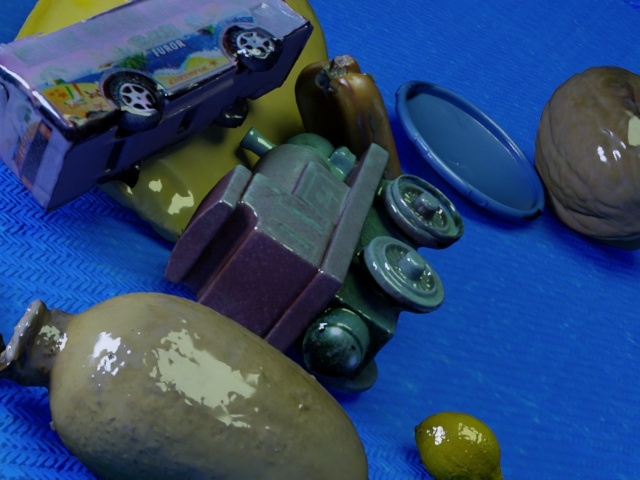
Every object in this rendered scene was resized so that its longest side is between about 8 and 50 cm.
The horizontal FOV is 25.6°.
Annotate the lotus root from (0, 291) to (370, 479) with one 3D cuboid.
[{"bbox_3d":[-0.085,0.126,1.014,0.303,0.131,0.146,29,27,-10],"label":"lotus root"}]

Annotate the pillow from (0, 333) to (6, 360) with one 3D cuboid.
[{"bbox_3d":[-0.290,0.032,1.037,0.090,0.048,0.150,-1,46,-38],"label":"pillow"}]

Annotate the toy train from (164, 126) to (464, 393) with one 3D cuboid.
[{"bbox_3d":[0.000,0.000,1.287,0.221,0.150,0.304,35,28,-6],"label":"toy train"}]

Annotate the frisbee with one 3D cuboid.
[{"bbox_3d":[0.184,-0.108,1.787,0.242,0.045,0.242,32,28,-19],"label":"frisbee"}]

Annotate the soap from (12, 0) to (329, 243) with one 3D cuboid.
[{"bbox_3d":[-0.146,-0.176,1.429,0.306,0.115,0.427,35,47,-7],"label":"soap"}]

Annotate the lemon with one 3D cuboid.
[{"bbox_3d":[0.123,0.185,1.225,0.092,0.065,0.065,35,27,1],"label":"lemon"}]

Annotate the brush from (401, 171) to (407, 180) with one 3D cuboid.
[{"bbox_3d":[0.035,-0.121,1.683,0.170,0.014,0.043,37,29,4],"label":"brush"}]

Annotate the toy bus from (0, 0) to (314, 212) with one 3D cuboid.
[{"bbox_3d":[-0.152,-0.148,1.259,0.138,0.112,0.317,45,45,12],"label":"toy bus"}]

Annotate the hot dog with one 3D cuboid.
[{"bbox_3d":[0.036,-0.102,1.446,0.100,0.249,0.068,28,66,25],"label":"hot dog"}]

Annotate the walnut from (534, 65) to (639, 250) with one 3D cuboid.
[{"bbox_3d":[0.390,-0.106,1.837,0.225,0.225,0.261,16,41,-31],"label":"walnut"}]
